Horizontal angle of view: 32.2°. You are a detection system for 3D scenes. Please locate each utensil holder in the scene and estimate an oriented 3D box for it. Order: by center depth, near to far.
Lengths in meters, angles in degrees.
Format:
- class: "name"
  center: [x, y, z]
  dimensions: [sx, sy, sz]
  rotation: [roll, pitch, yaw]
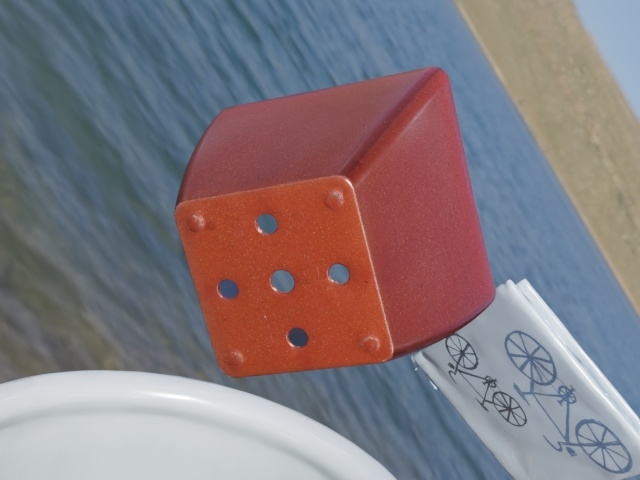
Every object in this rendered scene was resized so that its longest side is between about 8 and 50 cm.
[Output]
- class: "utensil holder"
  center: [-0.127, 0.329, 0.704]
  dimensions: [0.327, 0.327, 0.386]
  rotation: [-90, -167, -71]

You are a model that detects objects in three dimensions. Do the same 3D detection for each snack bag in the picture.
- class: "snack bag"
  center: [0.303, 0.236, 1.598]
  dimensions: [0.323, 0.037, 0.342]
  rotation: [50, -30, 7]

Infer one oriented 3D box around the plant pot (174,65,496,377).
- class: "plant pot"
  center: [0.000, 0.000, 1.106]
  dimensions: [0.236, 0.267, 0.267]
  rotation: [-45, 123, -63]
